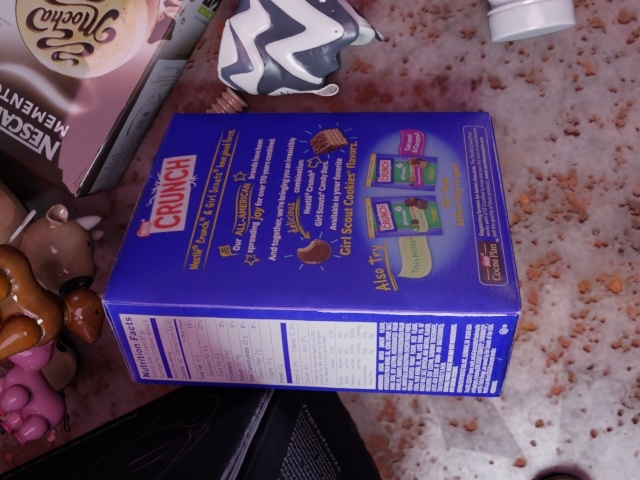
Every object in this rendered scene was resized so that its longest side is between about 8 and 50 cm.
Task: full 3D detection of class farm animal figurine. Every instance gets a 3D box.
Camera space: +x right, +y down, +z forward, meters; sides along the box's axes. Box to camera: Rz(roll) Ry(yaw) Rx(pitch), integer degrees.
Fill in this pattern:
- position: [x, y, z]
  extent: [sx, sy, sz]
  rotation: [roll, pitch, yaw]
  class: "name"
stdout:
- position: [-0.306, 0.020, 0.760]
  extent: [0.172, 0.330, 0.326]
  rotation: [-39, 88, -31]
  class: "farm animal figurine"

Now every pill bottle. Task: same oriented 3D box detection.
- position: [0.185, -0.291, 0.744]
  extent: [0.108, 0.108, 0.193]
  rotation: [-10, 97, 7]
  class: "pill bottle"

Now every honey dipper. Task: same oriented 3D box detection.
- position: [-0.140, -0.095, 0.841]
  extent: [0.030, 0.030, 0.160]
  rotation: [44, 101, -2]
  class: "honey dipper"

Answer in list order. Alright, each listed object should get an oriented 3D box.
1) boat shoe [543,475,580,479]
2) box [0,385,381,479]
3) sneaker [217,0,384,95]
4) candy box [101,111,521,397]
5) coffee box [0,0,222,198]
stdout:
- position: [0.300, 0.403, 0.830]
  extent: [0.111, 0.104, 0.307]
  rotation: [-19, 96, 8]
  class: "boat shoe"
- position: [-0.187, 0.351, 0.683]
  extent: [0.480, 0.472, 0.297]
  rotation: [-26, 96, 8]
  class: "box"
- position: [-0.003, -0.250, 0.775]
  extent: [0.153, 0.094, 0.234]
  rotation: [14, 99, 2]
  class: "sneaker"
- position: [0.000, 0.000, 0.714]
  extent: [0.317, 0.268, 0.122]
  rotation: [2, 133, 4]
  class: "candy box"
- position: [-0.221, -0.212, 0.786]
  extent: [0.168, 0.119, 0.297]
  rotation: [31, 99, -1]
  class: "coffee box"
